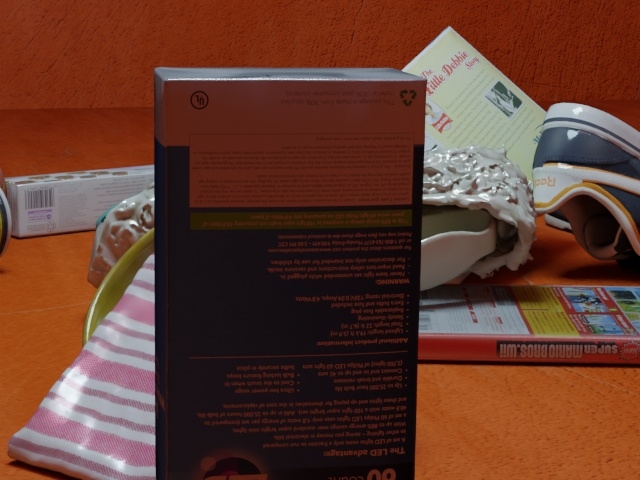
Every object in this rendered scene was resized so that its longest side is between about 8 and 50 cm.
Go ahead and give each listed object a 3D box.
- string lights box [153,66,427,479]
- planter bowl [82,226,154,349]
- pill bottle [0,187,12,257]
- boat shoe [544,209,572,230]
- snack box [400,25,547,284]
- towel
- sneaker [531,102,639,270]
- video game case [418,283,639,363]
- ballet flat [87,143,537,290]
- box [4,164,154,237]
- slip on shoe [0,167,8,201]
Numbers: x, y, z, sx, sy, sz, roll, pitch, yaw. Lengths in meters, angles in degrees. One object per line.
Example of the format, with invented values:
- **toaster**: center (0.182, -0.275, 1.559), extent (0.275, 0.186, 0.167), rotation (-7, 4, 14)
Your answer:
- **string lights box**: center (-0.019, 0.042, 0.802), extent (0.133, 0.259, 0.077), rotation (-1, 11, -11)
- **planter bowl**: center (-0.048, 0.061, 1.065), extent (0.217, 0.090, 0.217), rotation (-17, 37, 13)
- **pill bottle**: center (-0.400, -0.011, 1.501), extent (0.103, 0.103, 0.184), rotation (8, 13, 35)
- **boat shoe**: center (0.332, -0.038, 1.799), extent (0.075, 0.065, 0.206), rotation (-4, 12, -27)
- **snack box**: center (0.133, -0.093, 1.586), extent (0.187, 0.060, 0.322), rotation (42, 37, 1)
- **towel**: center (-0.099, 0.074, 0.980), extent (0.144, 0.029, 0.197), rotation (6, 48, 37)
- **sneaker**: center (0.355, -0.020, 1.592), extent (0.321, 0.127, 0.126), rotation (23, -14, -14)
- **video game case**: center (0.197, 0.069, 1.316), extent (0.285, 0.025, 0.204), rotation (1, 10, 2)
- **ballet flat**: center (0.000, 0.000, 1.335), extent (0.409, 0.147, 0.147), rotation (-11, 12, -7)
- **box**: center (-0.236, -0.053, 1.851), extent (0.324, 0.067, 0.063), rotation (-9, 14, -38)
- **slip on shoe**: center (-0.486, -0.048, 1.607), extent (0.331, 0.123, 0.101), rotation (-2, -34, -26)
